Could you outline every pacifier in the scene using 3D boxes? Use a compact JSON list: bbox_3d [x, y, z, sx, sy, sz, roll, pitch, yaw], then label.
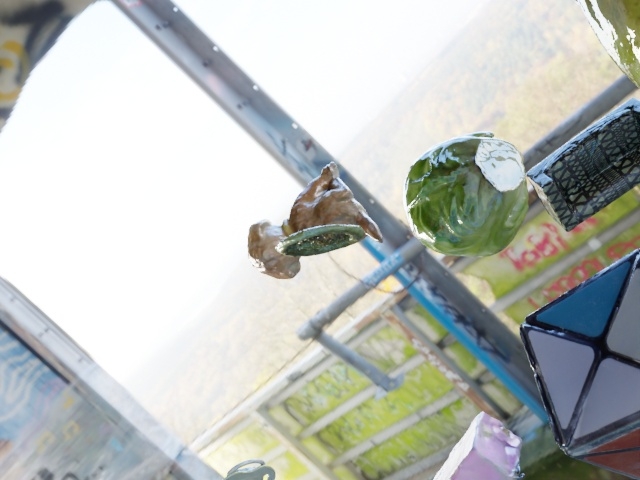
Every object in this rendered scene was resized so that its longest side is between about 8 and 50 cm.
[{"bbox_3d":[-0.089,0.318,0.902,0.064,0.083,0.068,51,135,45],"label":"pacifier"}]

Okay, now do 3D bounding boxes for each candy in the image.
[{"bbox_3d":[0.301,0.499,1.439,0.265,0.115,0.155,-63,-6,23],"label":"candy"}]

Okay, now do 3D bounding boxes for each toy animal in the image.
[{"bbox_3d":[-0.016,-0.001,1.014,0.185,0.104,0.184,-30,34,-2],"label":"toy animal"}]

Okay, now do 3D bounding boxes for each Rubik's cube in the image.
[{"bbox_3d":[0.607,0.245,1.346,0.305,0.306,0.310,-41,39,35],"label":"Rubik's cube"}]

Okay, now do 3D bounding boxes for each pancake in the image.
[{"bbox_3d":[-0.001,0.000,0.845,0.107,0.017,0.108,-9,-17,-3],"label":"pancake"}]

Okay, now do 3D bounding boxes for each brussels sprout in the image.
[{"bbox_3d":[0.262,-0.082,1.273,0.244,0.244,0.244,-46,5,6],"label":"brussels sprout"}]

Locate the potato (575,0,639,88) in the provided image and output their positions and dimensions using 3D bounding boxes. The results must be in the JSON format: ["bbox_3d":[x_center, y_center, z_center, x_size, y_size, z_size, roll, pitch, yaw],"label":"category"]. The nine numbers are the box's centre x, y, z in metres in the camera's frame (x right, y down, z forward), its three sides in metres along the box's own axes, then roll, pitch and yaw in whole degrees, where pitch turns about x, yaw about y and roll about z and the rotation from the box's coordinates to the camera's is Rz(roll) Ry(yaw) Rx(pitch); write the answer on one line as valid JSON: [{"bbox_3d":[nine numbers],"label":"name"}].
[{"bbox_3d":[0.295,-0.233,0.570,0.160,0.272,0.111,-24,-24,16],"label":"potato"}]

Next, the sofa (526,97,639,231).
[{"bbox_3d":[0.249,-0.067,0.629,0.118,0.060,0.039,-36,27,7],"label":"sofa"}]
